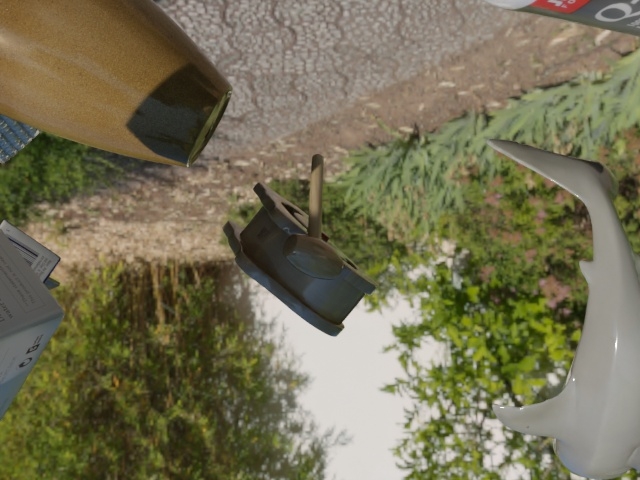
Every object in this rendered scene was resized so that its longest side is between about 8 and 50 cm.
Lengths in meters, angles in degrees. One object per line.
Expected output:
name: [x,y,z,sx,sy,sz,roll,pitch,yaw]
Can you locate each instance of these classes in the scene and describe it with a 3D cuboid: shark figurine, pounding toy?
shark figurine: [0.168,0.077,0.469,0.116,0.279,0.166,-8,-161,0]
pounding toy: [0.000,0.000,0.805,0.154,0.155,0.269,37,-174,-24]

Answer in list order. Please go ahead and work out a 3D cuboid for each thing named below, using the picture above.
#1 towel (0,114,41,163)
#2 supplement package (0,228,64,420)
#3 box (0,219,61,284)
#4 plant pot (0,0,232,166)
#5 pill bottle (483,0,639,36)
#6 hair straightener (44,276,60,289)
towel: [-0.512,-0.265,1.124,0.235,0.121,0.284,-45,178,-11]
supplement package: [-0.338,0.074,0.384,0.175,0.177,0.293,-48,167,32]
box: [-0.354,0.063,0.744,0.072,0.126,0.137,37,151,-18]
plant pot: [-0.247,-0.207,0.865,0.254,0.237,0.237,29,165,-5]
pill bottle: [0.256,-0.312,0.648,0.362,0.210,0.210,4,168,-19]
hair straightener: [-0.513,0.077,1.255,0.047,0.089,0.230,-18,176,-13]
